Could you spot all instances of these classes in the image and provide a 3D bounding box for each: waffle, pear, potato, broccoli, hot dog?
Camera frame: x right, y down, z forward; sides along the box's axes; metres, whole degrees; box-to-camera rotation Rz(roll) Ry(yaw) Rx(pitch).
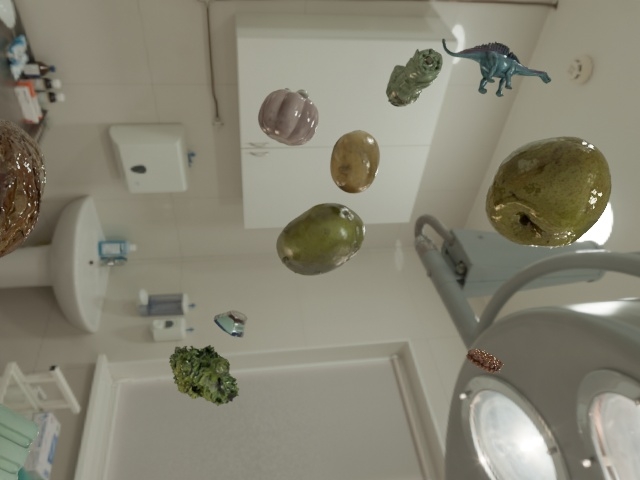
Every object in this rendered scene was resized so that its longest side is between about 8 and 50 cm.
[{"bbox_3d":[0.378,0.277,1.152,0.083,0.075,0.029,32,-73,38],"label":"waffle"},{"bbox_3d":[0.445,-0.100,0.976,0.188,0.211,0.229,49,-22,-29],"label":"pear"},{"bbox_3d":[0.076,-0.170,1.052,0.112,0.112,0.146,110,-15,-68],"label":"potato"},{"bbox_3d":[-0.163,0.193,0.712,0.092,0.095,0.096,-18,-100,44],"label":"broccoli"},{"bbox_3d":[-0.002,0.000,1.126,0.228,0.197,0.148,-25,-112,38],"label":"potato"},{"bbox_3d":[-0.631,-0.091,0.939,0.267,0.174,0.388,-52,-147,-4],"label":"hot dog"}]

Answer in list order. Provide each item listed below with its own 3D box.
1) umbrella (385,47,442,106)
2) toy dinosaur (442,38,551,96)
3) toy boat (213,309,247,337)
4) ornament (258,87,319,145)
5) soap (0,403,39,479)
[{"bbox_3d":[0.138,-0.249,0.773,0.143,0.062,0.067,173,-96,-76],"label":"umbrella"},{"bbox_3d":[0.293,-0.290,0.836,0.045,0.198,0.080,117,-9,-76],"label":"toy dinosaur"},{"bbox_3d":[-0.204,0.194,1.176,0.046,0.080,0.229,-52,175,-7],"label":"toy boat"},{"bbox_3d":[-0.092,-0.371,1.476,0.177,0.178,0.177,177,-90,-81],"label":"ornament"},{"bbox_3d":[-0.572,0.300,0.737,0.265,0.088,0.159,63,22,-44],"label":"soap"}]
